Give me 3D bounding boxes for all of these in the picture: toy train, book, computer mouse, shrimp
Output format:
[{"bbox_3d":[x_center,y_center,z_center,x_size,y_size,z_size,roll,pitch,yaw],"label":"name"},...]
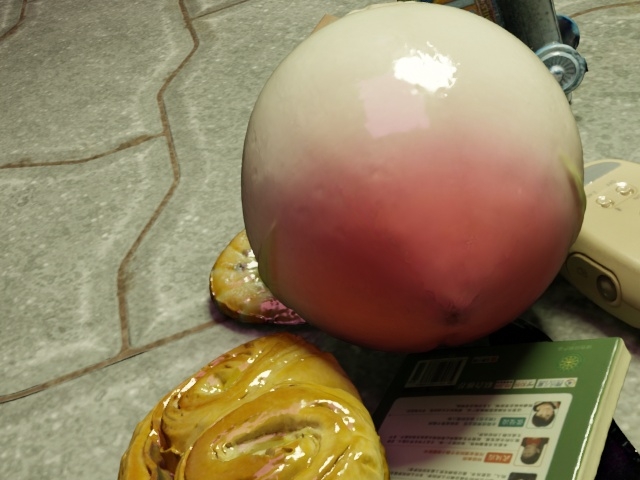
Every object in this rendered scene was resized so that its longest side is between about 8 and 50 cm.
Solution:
[{"bbox_3d":[0.192,0.136,0.586,0.055,0.048,0.252,-37,30,9],"label":"toy train"},{"bbox_3d":[0.201,-0.278,0.923,0.201,0.300,0.131,-11,36,23],"label":"toy train"},{"bbox_3d":[0.090,0.174,0.539,0.202,0.027,0.264,-12,31,43],"label":"book"},{"bbox_3d":[0.296,0.007,0.681,0.145,0.082,0.236,-29,38,-16],"label":"computer mouse"},{"bbox_3d":[0.000,0.000,0.851,0.198,0.051,0.262,11,47,24],"label":"shrimp"}]

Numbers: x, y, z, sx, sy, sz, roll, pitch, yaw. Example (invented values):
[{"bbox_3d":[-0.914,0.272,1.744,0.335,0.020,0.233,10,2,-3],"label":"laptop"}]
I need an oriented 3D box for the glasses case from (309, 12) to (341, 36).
[{"bbox_3d":[0.051,-0.275,1.182,0.193,0.070,0.102,33,87,45],"label":"glasses case"}]

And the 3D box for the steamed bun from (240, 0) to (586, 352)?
[{"bbox_3d":[0.076,-0.028,0.621,0.309,0.309,0.309,-11,36,8],"label":"steamed bun"}]

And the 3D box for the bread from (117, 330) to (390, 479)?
[{"bbox_3d":[-0.052,0.170,0.542,0.198,0.120,0.236,-31,22,-1],"label":"bread"}]
